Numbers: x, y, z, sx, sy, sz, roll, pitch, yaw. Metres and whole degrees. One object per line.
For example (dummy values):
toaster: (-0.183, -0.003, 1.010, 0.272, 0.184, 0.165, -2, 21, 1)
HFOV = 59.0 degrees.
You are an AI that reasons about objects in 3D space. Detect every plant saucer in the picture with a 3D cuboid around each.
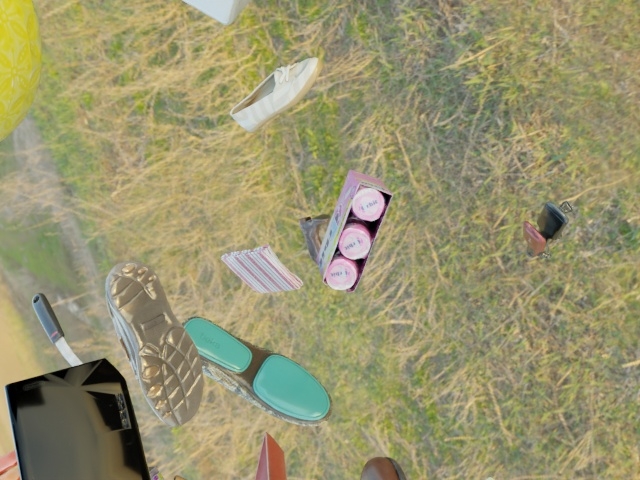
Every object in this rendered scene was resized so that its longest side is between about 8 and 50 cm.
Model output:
plant saucer: (-0.104, 0.560, 1.105, 0.259, 0.047, 0.259, -113, 34, -69)

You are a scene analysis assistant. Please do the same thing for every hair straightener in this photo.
hair straightener: (0.350, -0.013, 0.846, 0.089, 0.230, 0.047, -42, 64, 7)

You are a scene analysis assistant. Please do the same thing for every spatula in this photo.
spatula: (-0.454, 0.196, 1.015, 0.296, 0.084, 0.030, 46, 177, 26)

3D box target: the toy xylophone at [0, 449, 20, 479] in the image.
toy xylophone: (-0.659, 0.551, 1.154, 0.322, 0.236, 0.081, 24, 134, 41)

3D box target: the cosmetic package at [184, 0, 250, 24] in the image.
cosmetic package: (-0.177, -0.656, 0.921, 0.327, 0.330, 0.394, 30, 142, -3)

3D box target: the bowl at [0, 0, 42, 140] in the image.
bowl: (-0.406, -0.166, 0.465, 0.156, 0.289, 0.290, -97, 8, -58)

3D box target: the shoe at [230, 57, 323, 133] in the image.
shoe: (-0.086, -0.279, 1.072, 0.219, 0.077, 0.058, -31, 130, 33)

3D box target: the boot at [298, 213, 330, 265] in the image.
boot: (0.000, 0.000, 1.293, 0.106, 0.037, 0.114, -2, 107, 54)

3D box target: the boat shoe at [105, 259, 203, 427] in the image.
boat shoe: (-0.318, 0.194, 1.078, 0.116, 0.123, 0.325, -14, 94, 58)

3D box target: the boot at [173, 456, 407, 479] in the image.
boot: (-0.042, 0.332, 0.638, 0.280, 0.264, 0.096, 26, 145, -10)

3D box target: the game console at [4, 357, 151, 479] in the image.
game console: (-0.381, 0.281, 0.626, 0.213, 0.361, 0.044, 70, 155, 14)

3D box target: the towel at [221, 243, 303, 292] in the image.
towel: (-0.147, 0.074, 1.413, 0.197, 0.029, 0.144, -10, 129, 48)

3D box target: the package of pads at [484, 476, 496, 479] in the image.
package of pads: (0.195, 0.545, 0.946, 0.101, 0.296, 0.229, 48, 139, 25)

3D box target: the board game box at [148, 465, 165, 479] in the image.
board game box: (-0.388, 0.617, 1.038, 0.056, 0.346, 0.208, -23, 100, 44)

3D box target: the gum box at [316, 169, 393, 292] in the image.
gum box: (0.052, -0.014, 0.965, 0.107, 0.062, 0.189, -105, 33, -70)

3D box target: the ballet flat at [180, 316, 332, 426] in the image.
ballet flat: (-0.192, 0.377, 1.579, 0.482, 0.164, 0.182, 28, 144, 6)
